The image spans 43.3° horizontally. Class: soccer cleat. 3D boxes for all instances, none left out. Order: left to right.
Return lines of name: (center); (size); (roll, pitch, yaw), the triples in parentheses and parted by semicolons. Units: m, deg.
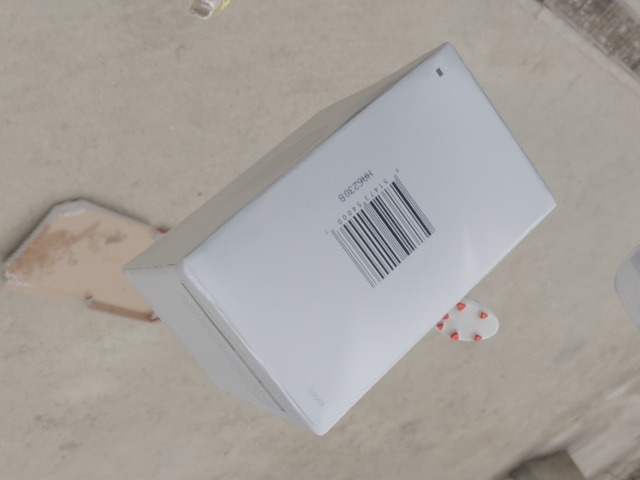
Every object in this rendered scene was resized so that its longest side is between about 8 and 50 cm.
soccer cleat: (0.149, 0.089, 1.118); (0.196, 0.076, 0.068); (11, 112, 5)

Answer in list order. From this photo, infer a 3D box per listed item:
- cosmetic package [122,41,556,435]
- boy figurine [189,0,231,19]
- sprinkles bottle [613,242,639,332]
cosmetic package: (0.000, 0.000, 0.582); (0.224, 0.138, 0.225); (-41, -167, -18)
boy figurine: (-0.065, -0.285, 0.759); (0.177, 0.092, 0.285); (-54, 180, 19)
sprinkles bottle: (0.346, 0.142, 0.567); (0.121, 0.355, 0.121); (-13, 144, -10)
